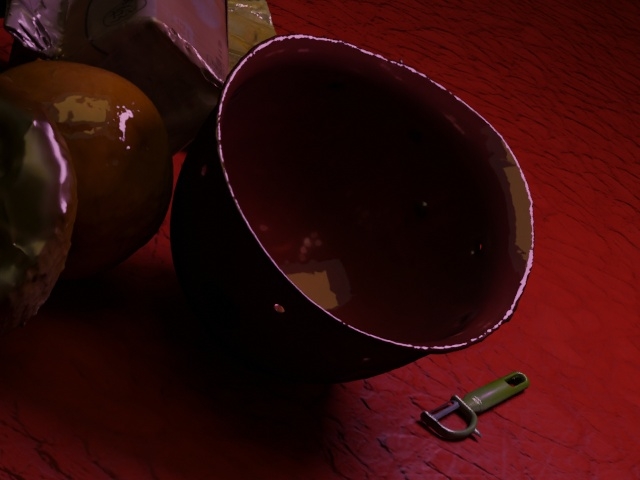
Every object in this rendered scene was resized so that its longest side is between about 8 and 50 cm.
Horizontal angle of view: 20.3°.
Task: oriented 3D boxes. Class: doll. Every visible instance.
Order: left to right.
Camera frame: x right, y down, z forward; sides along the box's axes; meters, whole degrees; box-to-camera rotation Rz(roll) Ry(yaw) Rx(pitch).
[{"bbox_3d":[0.028,0.040,1.868,0.169,0.057,0.109,-2,37,-20],"label":"doll"}]

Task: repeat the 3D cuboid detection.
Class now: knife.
[{"bbox_3d":[0.172,0.170,1.844,0.054,0.015,0.212,39,26,19],"label":"knife"}]

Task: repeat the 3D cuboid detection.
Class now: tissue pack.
[{"bbox_3d":[-0.234,-0.214,1.849,0.238,0.238,0.305,22,26,-16],"label":"tissue pack"}]

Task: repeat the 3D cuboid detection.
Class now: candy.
[{"bbox_3d":[-0.324,-0.027,1.449,0.259,0.118,0.260,2,63,-3],"label":"candy"}]

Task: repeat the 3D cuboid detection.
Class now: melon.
[{"bbox_3d":[-0.096,-0.205,2.154,0.196,0.124,0.323,25,19,-11],"label":"melon"}]

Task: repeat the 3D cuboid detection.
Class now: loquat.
[{"bbox_3d":[-0.238,-0.066,1.634,0.208,0.208,0.208,24,25,-12],"label":"loquat"}]

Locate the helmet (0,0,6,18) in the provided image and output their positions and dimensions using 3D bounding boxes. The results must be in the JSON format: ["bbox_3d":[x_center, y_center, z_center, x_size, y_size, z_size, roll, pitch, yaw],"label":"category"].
[{"bbox_3d":[-0.397,-0.378,2.067,0.305,0.225,0.177,55,6,39],"label":"helmet"}]

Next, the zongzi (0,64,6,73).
[{"bbox_3d":[-0.442,-0.256,1.916,0.204,0.094,0.205,15,27,-36],"label":"zongzi"}]

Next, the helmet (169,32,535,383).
[{"bbox_3d":[0.000,0.000,1.713,0.385,0.230,0.337,-19,74,-50],"label":"helmet"}]
